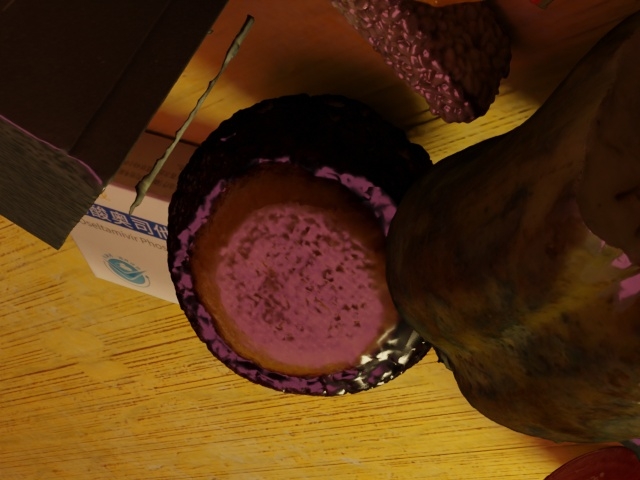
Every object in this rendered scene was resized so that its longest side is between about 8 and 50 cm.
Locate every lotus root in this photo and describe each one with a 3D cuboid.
[{"bbox_3d":[0.181,0.004,1.184,0.250,0.250,0.346,36,153,-13],"label":"lotus root"}]

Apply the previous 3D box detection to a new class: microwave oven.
[{"bbox_3d":[-0.222,-0.191,1.148,0.374,0.236,0.432,34,169,-6],"label":"microwave oven"}]

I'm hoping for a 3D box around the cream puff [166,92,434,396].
[{"bbox_3d":[0.000,0.000,1.426,0.239,0.165,0.239,7,112,17],"label":"cream puff"}]

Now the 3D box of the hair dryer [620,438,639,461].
[{"bbox_3d":[0.354,0.116,1.405,0.244,0.116,0.302,29,144,2],"label":"hair dryer"}]

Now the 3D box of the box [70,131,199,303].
[{"bbox_3d":[-0.085,0.000,1.673,0.343,0.065,0.200,17,152,25],"label":"box"}]

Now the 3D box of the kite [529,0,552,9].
[{"bbox_3d":[0.170,-0.184,1.042,0.190,0.010,0.159,13,136,-24],"label":"kite"}]

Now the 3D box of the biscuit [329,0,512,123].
[{"bbox_3d":[0.060,-0.150,1.217,0.070,0.082,0.168,0,143,50],"label":"biscuit"}]

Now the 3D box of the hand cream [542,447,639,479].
[{"bbox_3d":[0.273,0.300,1.708,0.193,0.193,0.125,-3,141,49],"label":"hand cream"}]

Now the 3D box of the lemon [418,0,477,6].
[{"bbox_3d":[0.063,-0.197,1.088,0.155,0.114,0.114,34,155,-3],"label":"lemon"}]
